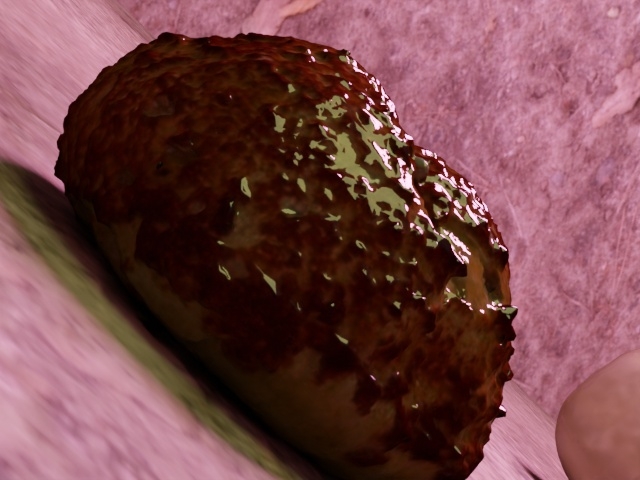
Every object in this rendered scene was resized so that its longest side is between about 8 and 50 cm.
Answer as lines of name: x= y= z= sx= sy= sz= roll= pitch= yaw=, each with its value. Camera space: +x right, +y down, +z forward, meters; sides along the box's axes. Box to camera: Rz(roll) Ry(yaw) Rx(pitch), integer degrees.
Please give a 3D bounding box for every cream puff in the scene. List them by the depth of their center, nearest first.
cream puff: x=0.000 y=0.000 z=0.460 sx=0.149 sy=0.084 sz=0.149 roll=43 pitch=5 yaw=-5

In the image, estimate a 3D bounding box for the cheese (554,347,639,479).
cheese: x=0.325 y=0.241 z=1.033 sx=0.328 sy=0.129 sz=0.351 roll=40 pitch=4 yaw=-43
